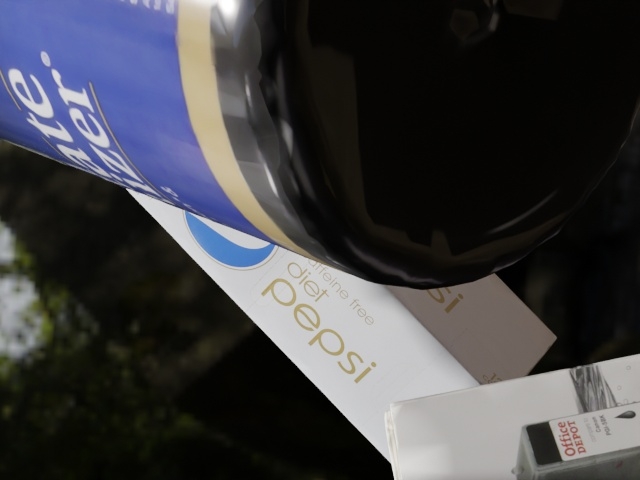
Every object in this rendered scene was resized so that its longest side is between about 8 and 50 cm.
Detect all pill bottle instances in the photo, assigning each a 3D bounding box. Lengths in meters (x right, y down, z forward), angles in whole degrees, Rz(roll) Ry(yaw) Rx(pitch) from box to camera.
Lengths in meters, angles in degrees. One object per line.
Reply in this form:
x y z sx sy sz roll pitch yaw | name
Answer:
-0.035 -0.073 0.449 0.219 0.123 0.122 20 107 46 | pill bottle

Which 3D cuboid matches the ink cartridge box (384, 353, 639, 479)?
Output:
0.095 0.077 0.524 0.099 0.135 0.056 64 -163 -57 | ink cartridge box

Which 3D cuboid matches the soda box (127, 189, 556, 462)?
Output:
0.000 0.000 0.825 0.069 0.216 0.074 -47 -4 35 | soda box
